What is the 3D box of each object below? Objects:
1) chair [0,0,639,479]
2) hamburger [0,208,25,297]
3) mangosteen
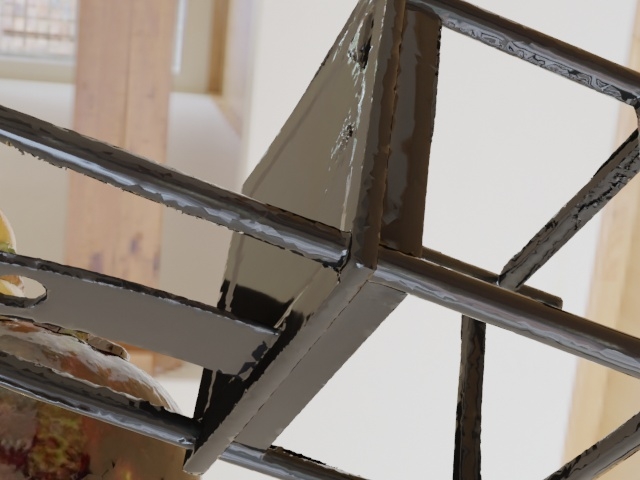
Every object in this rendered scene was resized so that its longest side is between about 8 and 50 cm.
[{"bbox_3d":[0.000,0.000,0.404,0.154,0.260,0.141,127,159,-48],"label":"chair"},{"bbox_3d":[-0.339,0.033,0.903,0.246,0.246,0.170,120,136,-64],"label":"hamburger"},{"bbox_3d":[-0.204,0.178,0.705,0.289,0.231,0.231,-57,3,-19],"label":"mangosteen"}]
